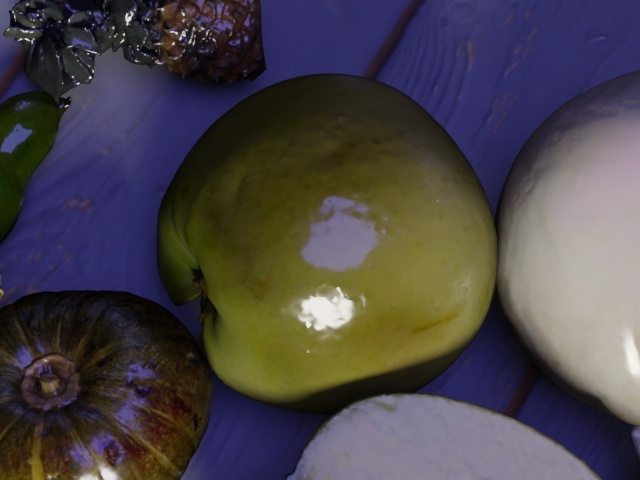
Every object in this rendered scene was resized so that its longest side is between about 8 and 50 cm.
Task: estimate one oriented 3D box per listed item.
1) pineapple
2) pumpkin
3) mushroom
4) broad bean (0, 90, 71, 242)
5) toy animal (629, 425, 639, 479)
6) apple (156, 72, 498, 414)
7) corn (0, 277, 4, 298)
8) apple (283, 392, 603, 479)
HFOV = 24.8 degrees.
[{"bbox_3d":[-0.169,-0.194,1.328,0.237,0.119,0.111,-2,117,-9],"label":"pineapple"},{"bbox_3d":[-0.194,0.146,1.218,0.219,0.162,0.219,-4,57,6],"label":"pumpkin"},{"bbox_3d":[0.335,0.007,1.265,0.356,0.315,0.315,-4,77,-10],"label":"mushroom"},{"bbox_3d":[-0.328,-0.015,1.280,0.098,0.056,0.318,43,74,1],"label":"broad bean"},{"bbox_3d":[0.309,0.252,1.298,0.282,0.138,0.140,-18,45,-19],"label":"toy animal"},{"bbox_3d":[0.009,-0.001,1.251,0.258,0.233,0.295,-20,79,-26],"label":"apple"},{"bbox_3d":[-0.392,0.036,1.206,0.248,0.081,0.081,-1,76,9],"label":"corn"},{"bbox_3d":[0.079,0.310,1.165,0.360,0.312,0.320,47,33,10],"label":"apple"}]
